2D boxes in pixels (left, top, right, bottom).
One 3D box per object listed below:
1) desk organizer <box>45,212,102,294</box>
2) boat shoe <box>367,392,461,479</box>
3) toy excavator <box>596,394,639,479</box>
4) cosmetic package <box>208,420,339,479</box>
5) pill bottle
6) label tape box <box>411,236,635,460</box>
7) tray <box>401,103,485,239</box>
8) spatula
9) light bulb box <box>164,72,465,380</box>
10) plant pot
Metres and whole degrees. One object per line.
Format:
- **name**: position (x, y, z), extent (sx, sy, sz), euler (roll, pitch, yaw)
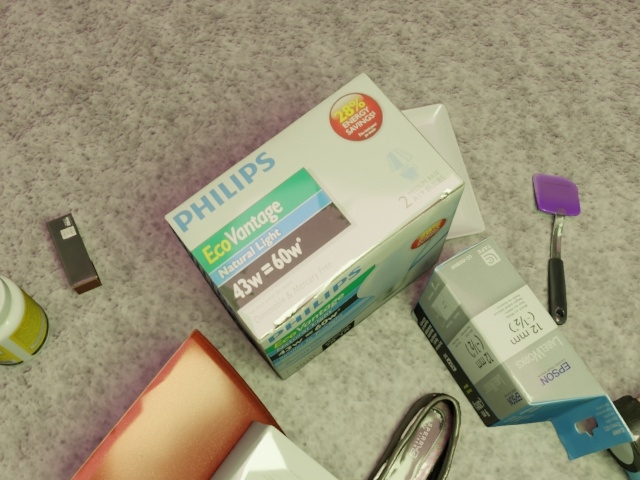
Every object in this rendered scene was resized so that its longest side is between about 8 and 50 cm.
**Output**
- **desk organizer**: position (-0.424, 0.024, 1.357), extent (0.047, 0.050, 0.130), euler (-24, 72, -11)
- **boat shoe**: position (0.127, 0.385, 1.221), extent (0.112, 0.095, 0.335), euler (26, 70, 7)
- **toy excavator**: position (0.640, 0.458, 1.166), extent (0.222, 0.445, 0.433), euler (-24, 31, -11)
- **cosmetic package**: position (-0.022, 0.465, 1.026), extent (0.377, 0.097, 0.284), euler (42, 70, -9)
- **pill bottle**: position (-0.511, 0.120, 1.234), extent (0.119, 0.208, 0.119), euler (1, 69, -3)
- **label tape box**: position (0.292, 0.196, 1.217), extent (0.115, 0.249, 0.347), euler (-27, 73, -12)
- **tray**: position (0.195, -0.121, 1.449), extent (0.145, 0.030, 0.270), euler (-12, 71, -6)
- **spatula**: position (0.425, 0.010, 1.409), extent (0.084, 0.030, 0.296), euler (7, 69, -2)
- **light bulb box**: position (0.000, 0.000, 1.205), extent (0.358, 0.361, 0.225), euler (-37, 75, -8)
- **plant pot**: position (-0.187, 0.319, 1.162), extent (0.236, 0.267, 0.267), euler (40, 72, -2)
